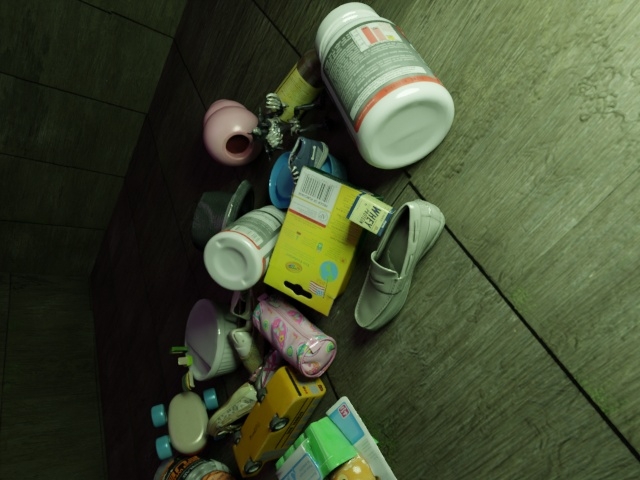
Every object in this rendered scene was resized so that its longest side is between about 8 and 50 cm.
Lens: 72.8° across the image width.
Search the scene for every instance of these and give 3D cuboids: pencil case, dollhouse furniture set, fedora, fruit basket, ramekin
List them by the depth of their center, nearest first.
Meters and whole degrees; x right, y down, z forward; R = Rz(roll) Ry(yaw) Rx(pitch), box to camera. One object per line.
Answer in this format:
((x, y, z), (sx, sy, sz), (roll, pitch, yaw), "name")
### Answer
((0.052, 0.572, 0.920), (0.327, 0.165, 0.353), (-56, 49, 29), "fruit basket")
((-0.080, 0.246, 1.172), (0.284, 0.124, 0.124), (32, 108, 49), "pencil case")
((-0.320, -0.046, 1.386), (0.334, 0.152, 0.334), (14, -90, -89), "fedora")
((-0.475, 0.439, 1.477), (0.076, 0.058, 0.152), (-38, 56, 43), "dollhouse furniture set")
((-0.356, 0.339, 1.495), (0.272, 0.127, 0.273), (-13, 73, 49), "ramekin")

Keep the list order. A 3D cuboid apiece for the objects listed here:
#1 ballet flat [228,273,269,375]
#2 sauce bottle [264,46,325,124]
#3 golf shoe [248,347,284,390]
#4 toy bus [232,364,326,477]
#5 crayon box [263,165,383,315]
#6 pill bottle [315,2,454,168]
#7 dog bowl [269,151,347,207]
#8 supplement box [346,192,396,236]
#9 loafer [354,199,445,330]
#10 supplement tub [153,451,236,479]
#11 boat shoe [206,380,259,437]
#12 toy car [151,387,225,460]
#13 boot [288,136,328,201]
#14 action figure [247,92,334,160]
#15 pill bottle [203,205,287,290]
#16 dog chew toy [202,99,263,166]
((-0.231, 0.254, 1.365), (0.123, 0.123, 0.349), (-2, 82, 51), "ballet flat")
((-0.033, -0.467, 1.253), (0.344, 0.111, 0.112), (-37, 56, 42), "sauce bottle")
((-0.131, 0.368, 1.273), (0.086, 0.067, 0.186), (38, 110, 11), "golf shoe")
((-0.122, 0.490, 1.173), (0.108, 0.130, 0.333), (50, 121, 42), "toy bus")
((0.000, 0.000, 1.081), (0.202, 0.081, 0.319), (27, 106, 17), "crayon box")
((0.121, -0.352, 0.960), (0.210, 0.210, 0.363), (-47, 50, 35), "pill bottle")
((-0.037, -0.166, 1.234), (0.297, 0.074, 0.166), (7, 89, 52), "dog bowl")
((0.111, -0.058, 0.939), (0.083, 0.083, 0.056), (29, 106, 8), "supplement box")
((0.146, 0.057, 0.933), (0.112, 0.111, 0.320), (42, 116, 46), "loafer")
((-0.404, 0.810, 1.415), (0.315, 0.193, 0.194), (-18, 70, 48), "supplement tub")
((-0.264, 0.546, 1.360), (0.089, 0.104, 0.285), (48, 121, 18), "boat shoe")
((-0.459, 0.675, 1.551), (0.238, 0.219, 0.210), (97, 153, -50), "toy car")
((-0.056, -0.176, 1.130), (0.069, 0.086, 0.190), (42, 115, 45), "boot")
((-0.109, -0.331, 1.226), (0.275, 0.141, 0.164), (-13, 82, 21), "action figure")
((-0.184, 0.008, 1.205), (0.161, 0.283, 0.162), (6, 112, 15), "pill bottle")
((-0.322, -0.401, 1.542), (0.207, 0.206, 0.332), (-60, 35, 25), "dog chew toy")
